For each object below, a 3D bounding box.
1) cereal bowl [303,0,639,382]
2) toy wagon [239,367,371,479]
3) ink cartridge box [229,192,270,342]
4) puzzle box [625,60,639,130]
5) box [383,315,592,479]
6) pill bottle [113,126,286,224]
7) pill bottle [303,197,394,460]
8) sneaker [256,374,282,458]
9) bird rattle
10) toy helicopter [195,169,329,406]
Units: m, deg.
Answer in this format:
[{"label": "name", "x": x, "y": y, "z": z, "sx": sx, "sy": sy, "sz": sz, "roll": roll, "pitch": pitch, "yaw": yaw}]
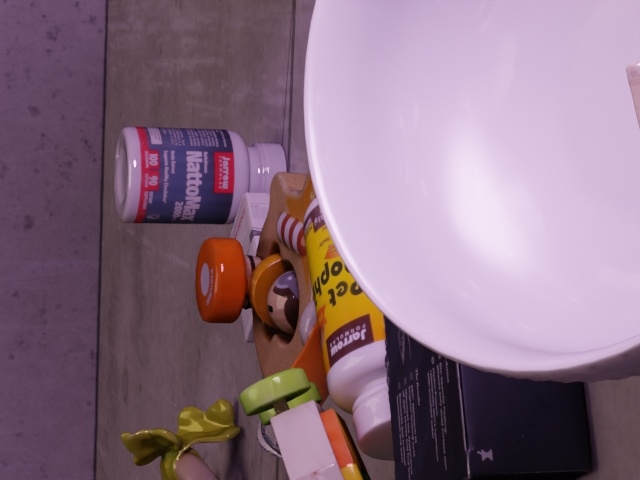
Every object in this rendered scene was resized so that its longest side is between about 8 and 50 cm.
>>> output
[{"label": "cereal bowl", "x": 0.156, "y": -0.091, "z": 0.907, "sx": 0.339, "sy": 0.141, "sz": 0.339, "roll": -12, "pitch": 73, "yaw": 43}, {"label": "toy wagon", "x": 0.024, "y": 0.243, "z": 1.455, "sx": 0.344, "sy": 0.068, "sz": 0.267, "roll": 63, "pitch": -176, "yaw": -80}, {"label": "ink cartridge box", "x": -0.056, "y": 0.029, "z": 1.914, "sx": 0.099, "sy": 0.056, "sz": 0.135, "roll": 110, "pitch": 155, "yaw": -49}, {"label": "puzzle box", "x": 0.195, "y": 0.139, "z": 0.655, "sx": 0.409, "sy": 0.052, "sz": 0.272, "roll": 54, "pitch": -155, "yaw": -58}, {"label": "box", "x": 0.113, "y": 0.104, "z": 1.245, "sx": 0.158, "sy": 0.093, "sz": 0.156, "roll": 129, "pitch": 139, "yaw": -67}, {"label": "pill bottle", "x": -0.134, "y": -0.071, "z": 1.965, "sx": 0.108, "sy": 0.180, "sz": 0.108, "roll": 180, "pitch": 90, "yaw": -74}, {"label": "pill bottle", "x": 0.055, "y": 0.061, "z": 1.408, "sx": 0.117, "sy": 0.117, "sz": 0.215, "roll": 113, "pitch": 152, "yaw": -54}, {"label": "sneaker", "x": -0.041, "y": 0.176, "z": 1.870, "sx": 0.135, "sy": 0.052, "sz": 0.058, "roll": -110, "pitch": 30, "yaw": -50}, {"label": "bird rattle", "x": -0.164, "y": 0.333, "z": 2.180, "sx": 0.207, "sy": 0.143, "sz": 0.253, "roll": 48, "pitch": 141, "yaw": 44}, {"label": "toy helicopter", "x": 0.000, "y": 0.000, "z": 1.586, "sx": 0.235, "sy": 0.140, "sz": 0.355, "roll": -108, "pitch": 28, "yaw": -47}]
